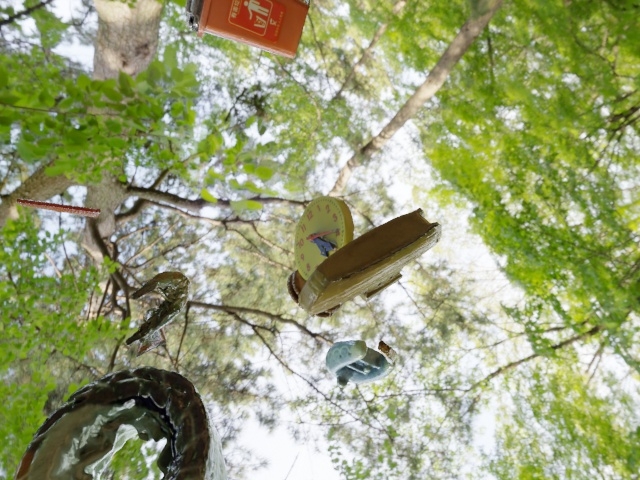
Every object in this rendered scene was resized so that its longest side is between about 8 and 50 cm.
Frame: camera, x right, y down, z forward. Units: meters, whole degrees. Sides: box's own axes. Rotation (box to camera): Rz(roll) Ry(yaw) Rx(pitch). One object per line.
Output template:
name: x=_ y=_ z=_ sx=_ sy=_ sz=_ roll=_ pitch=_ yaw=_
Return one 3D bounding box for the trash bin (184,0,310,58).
trash bin: x=-0.158 y=-0.487 z=0.879 sx=0.238 sy=0.161 sz=0.184 roll=11 pitch=-158 yaw=-23

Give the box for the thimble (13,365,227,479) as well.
thimble: x=-0.228 y=0.286 z=0.510 sx=0.237 sy=0.150 sz=0.237 roll=-2 pitch=-134 yaw=2

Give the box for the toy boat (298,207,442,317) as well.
toy boat: x=0.098 y=0.045 z=0.772 sx=0.321 sy=0.121 sz=0.089 roll=-29 pitch=-125 yaw=-25

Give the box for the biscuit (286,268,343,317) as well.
biscuit: x=-0.017 y=0.181 z=1.484 sx=0.220 sy=0.066 sz=0.220 roll=28 pitch=-149 yaw=-18

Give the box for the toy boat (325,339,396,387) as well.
toy boat: x=0.129 y=0.465 z=1.506 sx=0.215 sy=0.330 sz=0.123 roll=26 pitch=-121 yaw=-17

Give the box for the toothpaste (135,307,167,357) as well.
toothpaste: x=-0.503 y=0.274 z=1.236 sx=0.089 sy=0.234 sz=0.057 roll=-27 pitch=-66 yaw=-12

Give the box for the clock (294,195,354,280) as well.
clock: x=-0.004 y=-0.002 z=1.285 sx=0.071 sy=0.277 sz=0.294 roll=12 pitch=-143 yaw=-34

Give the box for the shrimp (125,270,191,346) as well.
shrimp: x=-0.418 y=0.163 z=1.036 sx=0.051 sy=0.150 sz=0.217 roll=22 pitch=-122 yaw=28

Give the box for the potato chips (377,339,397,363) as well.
potato chips: x=0.142 y=0.236 z=0.850 sx=0.037 sy=0.204 sz=0.026 roll=35 pitch=-98 yaw=23

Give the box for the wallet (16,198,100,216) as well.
wallet: x=-0.729 y=-0.091 z=1.155 sx=0.196 sy=0.103 sz=0.020 roll=9 pitch=-99 yaw=-34
